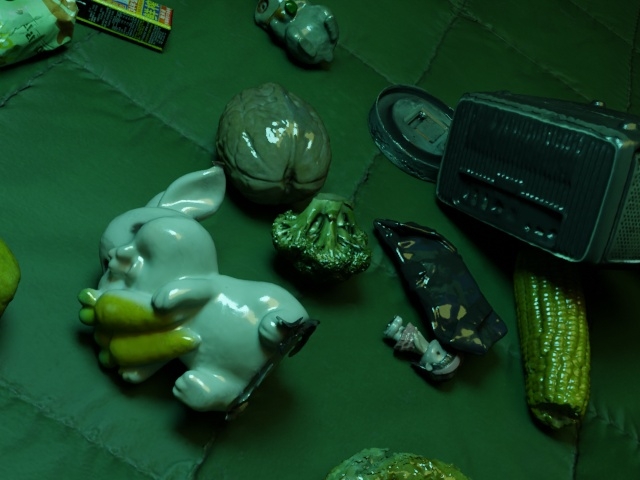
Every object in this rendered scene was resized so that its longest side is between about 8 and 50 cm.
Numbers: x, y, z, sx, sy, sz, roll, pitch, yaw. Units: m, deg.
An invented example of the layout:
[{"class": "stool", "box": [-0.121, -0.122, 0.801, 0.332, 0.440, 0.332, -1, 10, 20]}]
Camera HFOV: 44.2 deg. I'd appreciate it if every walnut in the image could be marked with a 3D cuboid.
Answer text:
[{"class": "walnut", "box": [-0.077, -0.159, 1.242, 0.178, 0.178, 0.230, 10, 43, -26]}]

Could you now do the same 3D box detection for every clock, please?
[{"class": "clock", "box": [0.198, -0.211, 1.547, 0.226, 0.049, 0.226, 18, 47, -20]}]

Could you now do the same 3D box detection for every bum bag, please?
[{"class": "bum bag", "box": [0.194, 0.066, 1.275, 0.137, 0.074, 0.310, 0, 45, -30]}]

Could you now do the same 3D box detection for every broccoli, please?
[{"class": "broccoli", "box": [0.000, 0.000, 1.178, 0.162, 0.138, 0.146, 5, 18, -13]}]

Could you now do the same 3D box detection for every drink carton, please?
[{"class": "drink carton", "box": [-0.339, -0.387, 1.343, 0.165, 0.056, 0.071, 17, 38, -21]}]

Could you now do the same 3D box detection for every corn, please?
[{"class": "corn", "box": [0.387, 0.141, 1.317, 0.120, 0.120, 0.363, 22, 48, -16]}]

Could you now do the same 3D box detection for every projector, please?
[{"class": "projector", "box": [0.479, -0.118, 1.394, 0.405, 0.242, 0.395, 0, 21, -33]}]

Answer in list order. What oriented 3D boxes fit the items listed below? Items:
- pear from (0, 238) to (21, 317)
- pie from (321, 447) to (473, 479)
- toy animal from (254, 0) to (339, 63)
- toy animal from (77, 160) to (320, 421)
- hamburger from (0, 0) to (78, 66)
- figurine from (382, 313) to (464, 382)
[{"class": "pear", "box": [-0.415, 0.043, 0.856, 0.162, 0.149, 0.149, 16, 47, -25]}, {"class": "pie", "box": [0.122, 0.402, 0.929, 0.354, 0.103, 0.288, 27, 38, -8]}, {"class": "toy animal", "box": [-0.066, -0.434, 1.545, 0.108, 0.138, 0.236, -45, 55, -9]}, {"class": "toy animal", "box": [-0.161, 0.057, 0.993, 0.310, 0.183, 0.247, 43, 38, 13]}, {"class": "hamburger", "box": [-0.496, -0.373, 1.171, 0.235, 0.125, 0.214, 57, 34, 1]}, {"class": "figurine", "box": [0.156, 0.164, 1.196, 0.129, 0.054, 0.072, 32, 28, 5]}]
